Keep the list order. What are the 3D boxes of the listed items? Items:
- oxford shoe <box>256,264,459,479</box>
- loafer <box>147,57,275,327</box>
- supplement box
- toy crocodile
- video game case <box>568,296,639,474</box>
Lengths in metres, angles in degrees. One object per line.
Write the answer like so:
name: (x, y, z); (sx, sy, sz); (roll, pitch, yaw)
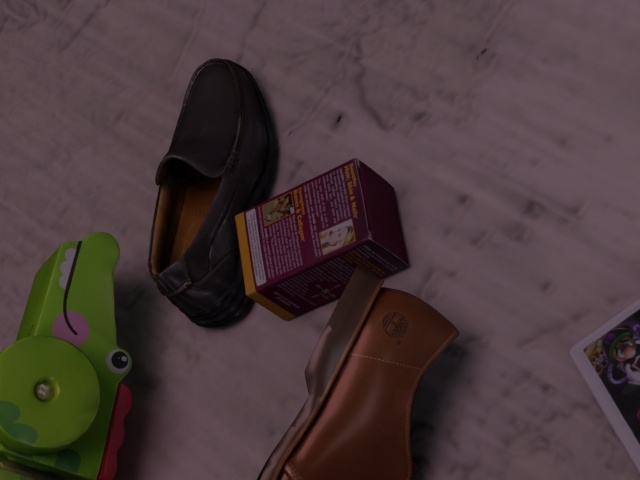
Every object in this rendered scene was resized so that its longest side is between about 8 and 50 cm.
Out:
oxford shoe: (0.006, 0.124, 0.923); (0.076, 0.076, 0.212); (26, 94, 0)
loafer: (-0.066, -0.037, 1.053); (0.062, 0.061, 0.170); (-17, 58, 28)
supplement box: (0.000, 0.000, 1.001); (0.083, 0.043, 0.055); (-24, 56, 24)
toy crocodile: (-0.161, 0.156, 0.998); (0.115, 0.105, 0.340); (138, 147, -58)
video game case: (0.229, 0.062, 0.828); (0.190, 0.022, 0.173); (-38, 52, 14)
